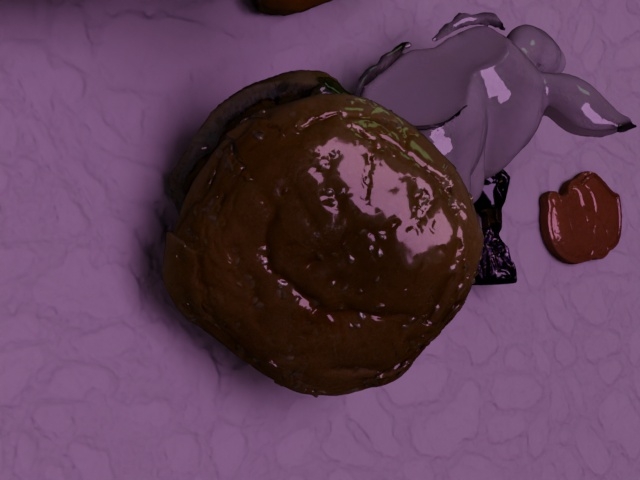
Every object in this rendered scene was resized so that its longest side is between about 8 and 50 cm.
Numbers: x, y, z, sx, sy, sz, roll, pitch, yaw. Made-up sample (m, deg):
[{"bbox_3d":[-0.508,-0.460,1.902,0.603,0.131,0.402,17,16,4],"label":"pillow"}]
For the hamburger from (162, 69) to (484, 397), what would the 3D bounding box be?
[{"bbox_3d":[-0.002,0.001,1.436,0.284,0.134,0.265,32,110,-14],"label":"hamburger"}]

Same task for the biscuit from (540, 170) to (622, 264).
[{"bbox_3d":[0.301,-0.025,1.810,0.130,0.019,0.102,-19,97,-38],"label":"biscuit"}]

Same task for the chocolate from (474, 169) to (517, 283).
[{"bbox_3d":[0.178,-0.024,1.688,0.072,0.070,0.147,-7,93,-43],"label":"chocolate"}]

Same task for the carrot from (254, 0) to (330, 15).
[{"bbox_3d":[0.019,-0.399,1.504,0.241,0.241,0.341,-1,87,-38],"label":"carrot"}]

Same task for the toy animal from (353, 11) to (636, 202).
[{"bbox_3d":[0.150,-0.125,1.599,0.325,0.208,0.154,-19,139,-18],"label":"toy animal"}]
